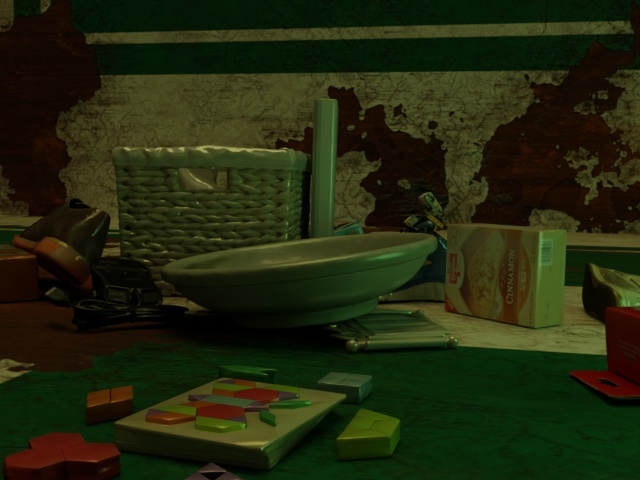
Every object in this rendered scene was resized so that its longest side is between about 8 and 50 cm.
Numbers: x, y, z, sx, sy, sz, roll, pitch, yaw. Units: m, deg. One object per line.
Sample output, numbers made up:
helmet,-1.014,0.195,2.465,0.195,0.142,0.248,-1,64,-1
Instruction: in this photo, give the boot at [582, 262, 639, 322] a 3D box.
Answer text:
boot,0.508,0.085,1.289,0.165,0.077,0.213,1,10,3

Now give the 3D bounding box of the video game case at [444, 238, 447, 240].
video game case,0.264,0.039,1.635,0.244,0.061,0.269,1,-6,8

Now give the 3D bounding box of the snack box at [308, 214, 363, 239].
snack box,0.000,0.000,1.982,0.187,0.060,0.322,-17,6,-2

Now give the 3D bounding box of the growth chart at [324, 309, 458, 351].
growth chart,0.087,0.119,1.129,0.171,0.021,0.237,0,5,-7

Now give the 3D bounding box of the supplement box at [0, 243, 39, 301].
supplement box,-0.556,0.054,1.441,0.080,0.078,0.233,-4,6,-29

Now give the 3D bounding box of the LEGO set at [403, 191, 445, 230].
LEGO set,0.205,-0.004,2.160,0.287,0.132,0.107,-32,1,-23

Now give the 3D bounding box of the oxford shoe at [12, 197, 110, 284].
oxford shoe,-0.463,-0.003,1.511,0.130,0.133,0.363,42,-18,-27

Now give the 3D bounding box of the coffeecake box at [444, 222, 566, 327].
coffeecake box,0.281,0.049,1.270,0.068,0.143,0.185,-2,5,-36

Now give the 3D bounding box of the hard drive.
hard drive,0.007,-0.092,1.630,0.047,0.353,0.233,2,5,1

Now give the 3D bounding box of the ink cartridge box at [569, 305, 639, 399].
ink cartridge box,0.391,0.110,0.859,0.230,0.078,0.134,-3,2,-3

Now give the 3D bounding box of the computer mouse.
computer mouse,-0.324,0.087,1.232,0.184,0.060,0.262,3,15,-31

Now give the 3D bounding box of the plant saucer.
plant saucer,-0.027,0.059,1.197,0.400,0.101,0.400,-6,3,0

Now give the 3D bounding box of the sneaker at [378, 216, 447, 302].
sneaker,0.145,0.030,1.447,0.329,0.147,0.130,0,5,-8

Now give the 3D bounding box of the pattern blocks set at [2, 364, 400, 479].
pattern blocks set,-0.075,0.149,0.699,0.285,0.026,0.325,2,5,9

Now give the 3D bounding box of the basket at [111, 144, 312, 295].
basket,-0.189,-0.045,1.565,0.328,0.267,0.331,1,6,6
